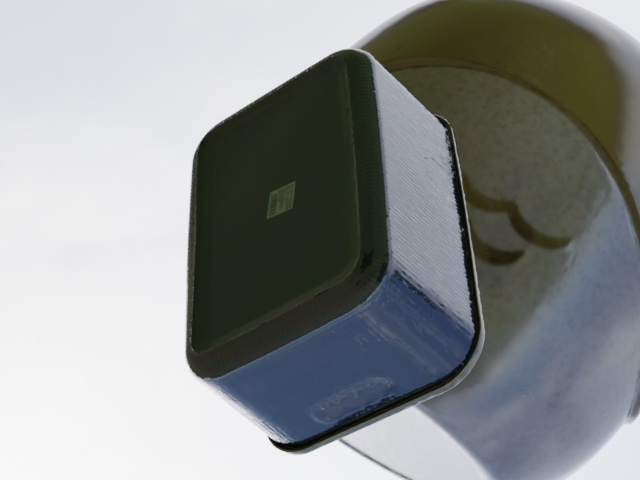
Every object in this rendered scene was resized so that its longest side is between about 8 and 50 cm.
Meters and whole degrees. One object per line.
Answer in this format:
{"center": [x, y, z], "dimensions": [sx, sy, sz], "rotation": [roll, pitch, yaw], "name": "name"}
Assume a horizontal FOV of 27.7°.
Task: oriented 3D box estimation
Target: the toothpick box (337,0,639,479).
{"center": [0.147, -0.011, 1.176], "dimensions": [0.409, 0.409, 0.425], "rotation": [12, -119, 50], "name": "toothpick box"}

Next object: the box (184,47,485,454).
{"center": [0.000, 0.000, 0.716], "dimensions": [0.144, 0.090, 0.201], "rotation": [-28, -137, 27], "name": "box"}
